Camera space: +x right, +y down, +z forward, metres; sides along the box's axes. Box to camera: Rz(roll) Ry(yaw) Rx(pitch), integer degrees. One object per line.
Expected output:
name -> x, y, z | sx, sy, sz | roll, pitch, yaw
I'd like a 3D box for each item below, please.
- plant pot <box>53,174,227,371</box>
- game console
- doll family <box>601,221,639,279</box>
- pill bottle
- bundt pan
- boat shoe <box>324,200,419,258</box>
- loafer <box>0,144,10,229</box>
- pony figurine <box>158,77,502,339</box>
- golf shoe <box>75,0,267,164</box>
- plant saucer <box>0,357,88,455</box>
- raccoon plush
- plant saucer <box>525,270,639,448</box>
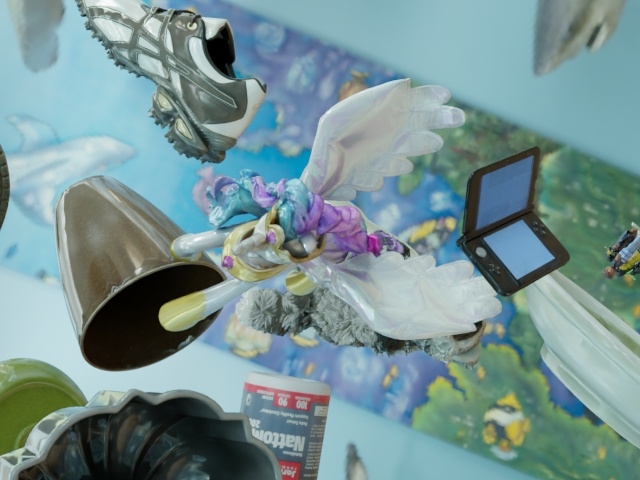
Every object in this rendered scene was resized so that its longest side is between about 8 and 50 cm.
plant pot -> -0.275, 0.025, 1.412 | 0.230, 0.215, 0.215 | 54, 136, 31
game console -> 0.194, -0.020, 0.987 | 0.122, 0.107, 0.071 | -22, -22, -41
doll family -> 0.612, 0.028, 2.036 | 0.111, 0.076, 0.193 | -46, -33, 16
pill bottle -> -0.052, 0.255, 1.235 | 0.108, 0.108, 0.180 | 144, 134, -82
bundt pan -> -0.198, 0.297, 1.001 | 0.124, 0.331, 0.331 | 6, 71, 53
boat shoe -> 0.086, 0.014, 2.084 | 0.116, 0.324, 0.096 | 2, -60, -51
loafer -> -0.426, -0.004, 1.164 | 0.102, 0.092, 0.268 | -2, -73, -52
pony figurine -> 0.000, 0.000, 1.195 | 0.363, 0.351, 0.303 | -25, 80, 61
golf shoe -> -0.116, -0.157, 0.809 | 0.094, 0.198, 0.077 | -41, -11, 16
plant saucer -> -0.375, 0.272, 1.319 | 0.037, 0.241, 0.241 | -10, 48, 38
raccoon plush -> 0.103, 0.122, 1.931 | 0.446, 0.299, 0.216 | 6, 76, 41
plant saucer -> 0.409, 0.184, 1.378 | 0.100, 0.400, 0.400 | -50, 8, 10
